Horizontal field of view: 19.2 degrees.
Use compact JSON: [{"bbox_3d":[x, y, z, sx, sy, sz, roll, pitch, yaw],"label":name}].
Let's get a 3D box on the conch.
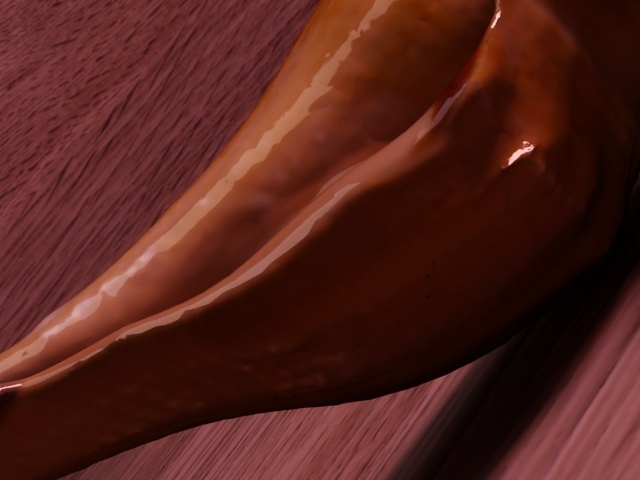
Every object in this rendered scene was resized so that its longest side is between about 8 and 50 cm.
[{"bbox_3d":[0.003,0.003,0.465,0.330,0.093,0.109,-41,38,0],"label":"conch"}]
